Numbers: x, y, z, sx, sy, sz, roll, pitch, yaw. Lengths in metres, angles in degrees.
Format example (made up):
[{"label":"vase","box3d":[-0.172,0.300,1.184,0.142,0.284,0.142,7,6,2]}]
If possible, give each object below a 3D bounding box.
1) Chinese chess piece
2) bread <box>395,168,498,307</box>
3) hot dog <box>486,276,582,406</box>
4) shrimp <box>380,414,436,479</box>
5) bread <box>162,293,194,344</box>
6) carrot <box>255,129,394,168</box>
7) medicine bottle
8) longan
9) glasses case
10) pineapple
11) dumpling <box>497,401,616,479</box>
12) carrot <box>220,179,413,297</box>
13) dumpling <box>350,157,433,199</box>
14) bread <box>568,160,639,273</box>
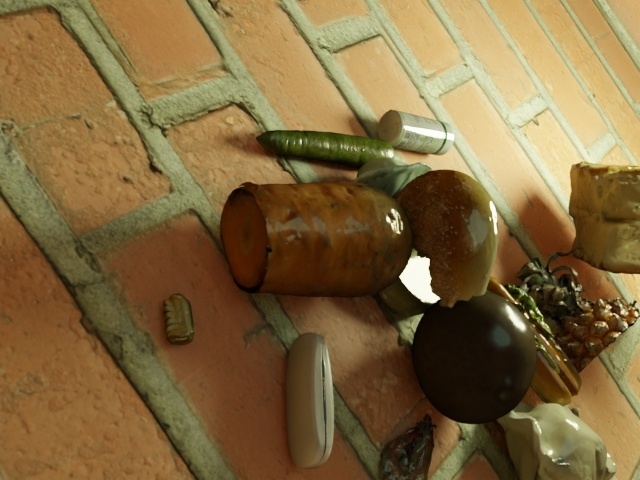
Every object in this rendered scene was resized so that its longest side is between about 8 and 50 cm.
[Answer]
[{"label":"Chinese chess piece","box3d":[0.186,0.067,1.629,0.188,0.083,0.188,24,49,-31]},{"label":"bread","box3d":[0.247,-0.035,1.513,0.171,0.192,0.314,12,37,-24]},{"label":"hot dog","box3d":[0.464,0.217,1.732,0.135,0.100,0.337,-22,70,-46]},{"label":"shrimp","box3d":[0.174,0.401,1.453,0.101,0.042,0.190,42,46,-4]},{"label":"bread","box3d":[-0.235,0.130,1.261,0.049,0.033,0.088,-3,63,-26]},{"label":"carrot","box3d":[0.013,-0.198,1.640,0.359,0.074,0.074,2,65,-37]},{"label":"medicine bottle","box3d":[0.230,-0.258,1.847,0.183,0.086,0.086,6,63,-39]},{"label":"longan","box3d":[0.306,0.226,1.519,0.258,0.258,0.258,20,54,-31]},{"label":"glasses case","box3d":[-0.020,0.273,1.323,0.059,0.092,0.233,15,56,-31]},{"label":"pineapple","box3d":[0.584,0.157,1.847,0.271,0.262,0.262,48,42,15]},{"label":"dumpling","box3d":[0.481,0.442,1.641,0.318,0.187,0.243,25,12,-41]},{"label":"carrot","box3d":[0.000,0.000,1.410,0.341,0.224,0.224,-4,69,-34]},{"label":"dumpling","box3d":[0.145,-0.134,1.665,0.219,0.152,0.108,-5,42,-41]},{"label":"bread","box3d":[0.862,-0.061,1.971,0.371,0.390,0.279,-47,137,-80]}]
